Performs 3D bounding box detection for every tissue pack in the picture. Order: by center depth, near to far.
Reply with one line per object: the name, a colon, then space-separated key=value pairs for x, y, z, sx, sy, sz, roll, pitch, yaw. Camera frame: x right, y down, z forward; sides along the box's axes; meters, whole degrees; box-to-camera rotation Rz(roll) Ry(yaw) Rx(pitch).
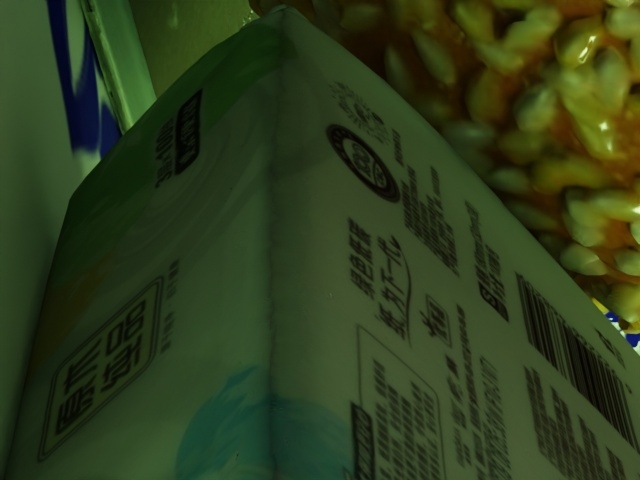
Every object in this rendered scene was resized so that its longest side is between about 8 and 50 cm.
tissue pack: x=-0.006 y=0.081 z=0.444 sx=0.159 sy=0.145 sz=0.229 roll=44 pitch=20 yaw=-22

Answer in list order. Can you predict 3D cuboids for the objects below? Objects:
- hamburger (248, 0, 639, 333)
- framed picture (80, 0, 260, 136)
hamburger: x=0.127 y=-0.140 z=0.555 sx=0.250 sy=0.330 sz=0.330 roll=-51 pitch=138 yaw=-51
framed picture: x=-0.017 y=-0.135 z=0.662 sx=0.231 sy=0.018 sz=0.293 roll=-57 pitch=151 yaw=-32
